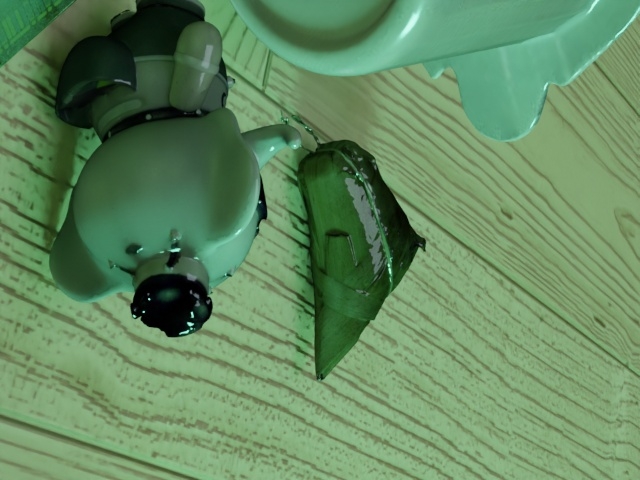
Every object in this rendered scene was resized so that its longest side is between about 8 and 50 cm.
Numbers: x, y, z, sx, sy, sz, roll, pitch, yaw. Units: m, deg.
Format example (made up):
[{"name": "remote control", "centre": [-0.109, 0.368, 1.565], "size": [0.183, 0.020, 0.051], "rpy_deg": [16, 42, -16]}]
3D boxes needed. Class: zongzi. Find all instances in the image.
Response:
[{"name": "zongzi", "centre": [0.000, 0.000, 1.117], "size": [0.130, 0.062, 0.154], "rpy_deg": [-55, 134, -25]}]

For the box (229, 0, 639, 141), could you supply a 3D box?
[{"name": "box", "centre": [0.053, -0.185, 1.040], "size": [0.206, 0.262, 0.291], "rpy_deg": [-20, 121, -46]}]

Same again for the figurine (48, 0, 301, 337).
[{"name": "figurine", "centre": [-0.080, -0.038, 0.894], "size": [0.126, 0.147, 0.192], "rpy_deg": [23, 53, -41]}]

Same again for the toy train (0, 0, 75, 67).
[{"name": "toy train", "centre": [-0.151, -0.138, 0.839], "size": [0.148, 0.038, 0.071], "rpy_deg": [-54, 140, -45]}]
